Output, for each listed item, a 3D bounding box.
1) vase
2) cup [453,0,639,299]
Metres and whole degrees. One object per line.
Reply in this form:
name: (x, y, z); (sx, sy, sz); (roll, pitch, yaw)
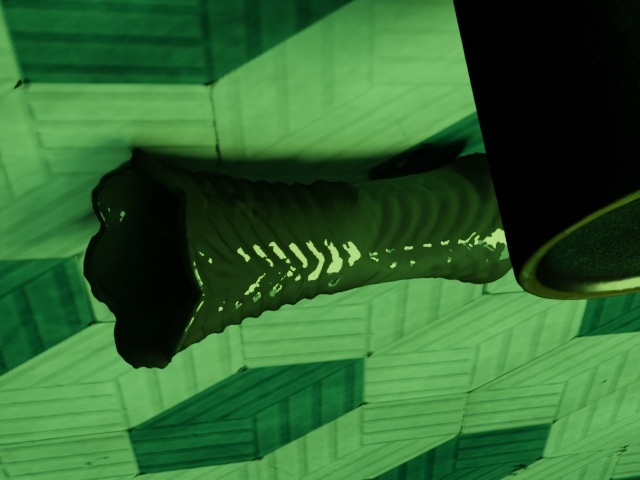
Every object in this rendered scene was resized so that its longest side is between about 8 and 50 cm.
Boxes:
vase: (0.000, 0.000, 1.072); (0.237, 0.115, 0.115); (-6, 152, -36)
cup: (0.150, -0.074, 0.920); (0.166, 0.177, 0.239); (-19, 161, 7)
